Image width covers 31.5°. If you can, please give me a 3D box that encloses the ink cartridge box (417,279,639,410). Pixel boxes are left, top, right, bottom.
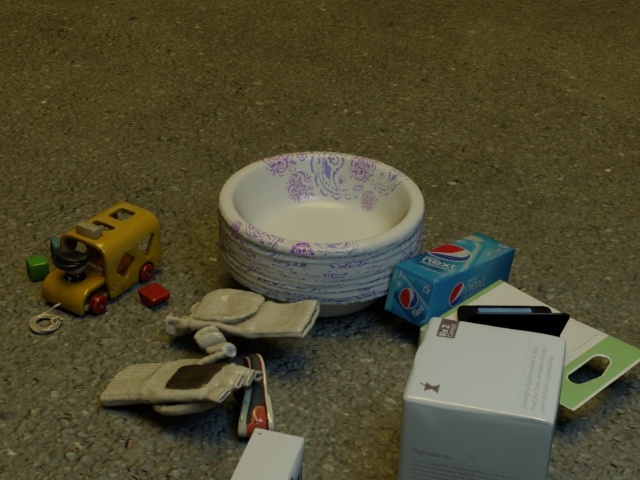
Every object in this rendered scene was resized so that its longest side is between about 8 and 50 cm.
[{"bbox_3d":[0.265,0.145,1.433,0.171,0.056,0.235,-26,42,-38],"label":"ink cartridge box"}]

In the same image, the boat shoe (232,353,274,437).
[{"bbox_3d":[-0.084,0.185,1.358,0.043,0.049,0.137,-5,36,-7],"label":"boat shoe"}]

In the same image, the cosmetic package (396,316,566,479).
[{"bbox_3d":[0.168,0.205,1.197,0.152,0.183,0.151,9,32,12],"label":"cosmetic package"}]

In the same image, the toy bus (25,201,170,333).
[{"bbox_3d":[-0.312,0.022,1.565,0.191,0.104,0.202,-6,31,-12],"label":"toy bus"}]

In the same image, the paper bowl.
[{"bbox_3d":[0.000,0.000,1.576,0.284,0.148,0.284,2,30,-1],"label":"paper bowl"}]

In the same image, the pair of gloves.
[{"bbox_3d":[-0.134,0.128,1.392,0.204,0.042,0.240,1,30,33],"label":"pair of gloves"}]

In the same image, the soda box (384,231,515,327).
[{"bbox_3d":[0.179,0.051,1.536,0.067,0.071,0.210,26,27,32],"label":"soda box"}]

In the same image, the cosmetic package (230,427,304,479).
[{"bbox_3d":[-0.073,0.299,1.109,0.060,0.098,0.239,8,32,12],"label":"cosmetic package"}]

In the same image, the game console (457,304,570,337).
[{"bbox_3d":[0.237,0.089,1.404,0.122,0.071,0.107,1,31,0],"label":"game console"}]
